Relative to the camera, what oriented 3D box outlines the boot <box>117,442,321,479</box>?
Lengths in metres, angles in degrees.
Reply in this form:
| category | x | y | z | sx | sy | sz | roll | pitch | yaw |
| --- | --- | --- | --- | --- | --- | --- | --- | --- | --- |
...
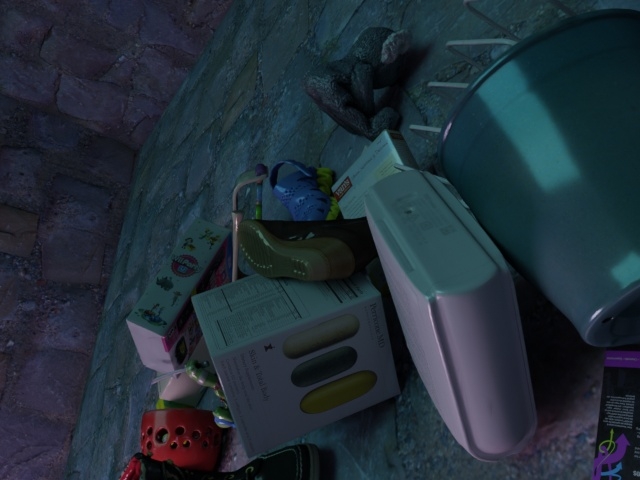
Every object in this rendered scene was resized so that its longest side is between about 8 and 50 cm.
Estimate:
| category | x | y | z | sx | sy | sz | roll | pitch | yaw |
| --- | --- | --- | --- | --- | --- | --- | --- | --- | --- |
| boot | -0.196 | 0.454 | 1.172 | 0.377 | 0.284 | 0.138 | -44 | 36 | 42 |

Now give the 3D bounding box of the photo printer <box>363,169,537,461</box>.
| category | x | y | z | sx | sy | sz | roll | pitch | yaw |
| --- | --- | --- | --- | --- | --- | --- | --- | --- | --- |
| photo printer | 0.160 | 0.098 | 0.790 | 0.107 | 0.308 | 0.256 | -21 | 33 | -1 |

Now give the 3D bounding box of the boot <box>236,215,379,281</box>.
| category | x | y | z | sx | sy | sz | roll | pitch | yaw |
| --- | --- | --- | --- | --- | --- | --- | --- | --- | --- |
| boot | 0.000 | 0.000 | 1.066 | 0.248 | 0.206 | 0.090 | 22 | 123 | 49 |

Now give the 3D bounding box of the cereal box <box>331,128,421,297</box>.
| category | x | y | z | sx | sy | sz | roll | pitch | yaw |
| --- | --- | --- | --- | --- | --- | --- | --- | --- | --- |
| cereal box | 0.120 | -0.046 | 1.116 | 0.173 | 0.047 | 0.240 | -45 | 56 | 40 |

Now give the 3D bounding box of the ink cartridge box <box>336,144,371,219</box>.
| category | x | y | z | sx | sy | sz | roll | pitch | yaw |
| --- | --- | --- | --- | --- | --- | --- | --- | --- | --- |
| ink cartridge box | 0.094 | -0.051 | 1.269 | 0.181 | 0.056 | 0.225 | -116 | 41 | -56 |

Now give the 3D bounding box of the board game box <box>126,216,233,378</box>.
| category | x | y | z | sx | sy | sz | roll | pitch | yaw |
| --- | --- | --- | --- | --- | --- | --- | --- | --- | --- |
| board game box | -0.310 | 0.133 | 1.499 | 0.224 | 0.097 | 0.303 | 97 | -164 | -55 |

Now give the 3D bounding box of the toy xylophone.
| category | x | y | z | sx | sy | sz | roll | pitch | yaw |
| --- | --- | --- | --- | --- | --- | --- | --- | --- | --- |
| toy xylophone | -0.163 | -0.008 | 1.506 | 0.236 | 0.081 | 0.323 | -101 | 12 | -64 |

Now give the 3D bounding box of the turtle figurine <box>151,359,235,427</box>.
| category | x | y | z | sx | sy | sz | roll | pitch | yaw |
| --- | --- | --- | --- | --- | --- | --- | --- | --- | --- |
| turtle figurine | -0.219 | 0.257 | 1.443 | 0.274 | 0.197 | 0.266 | 21 | 82 | 50 |

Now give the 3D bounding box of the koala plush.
| category | x | y | z | sx | sy | sz | roll | pitch | yaw |
| --- | --- | --- | --- | --- | --- | --- | --- | --- | --- |
| koala plush | 0.092 | -0.350 | 1.341 | 0.221 | 0.203 | 0.196 | -54 | 28 | 3 |

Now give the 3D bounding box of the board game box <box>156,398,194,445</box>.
| category | x | y | z | sx | sy | sz | roll | pitch | yaw |
| --- | --- | --- | --- | --- | --- | --- | --- | --- | --- |
| board game box | -0.375 | 0.482 | 1.708 | 0.043 | 0.092 | 0.181 | -62 | 27 | 12 |

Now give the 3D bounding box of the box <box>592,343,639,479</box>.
| category | x | y | z | sx | sy | sz | roll | pitch | yaw |
| --- | --- | --- | --- | --- | --- | --- | --- | --- | --- |
| box | 0.336 | 0.186 | 0.651 | 0.116 | 0.029 | 0.162 | -14 | 58 | 60 |

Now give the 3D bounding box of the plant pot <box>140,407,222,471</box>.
| category | x | y | z | sx | sy | sz | roll | pitch | yaw |
| --- | --- | --- | --- | --- | --- | --- | --- | --- | --- |
| plant pot | -0.324 | 0.491 | 1.511 | 0.191 | 0.191 | 0.174 | -33 | 53 | 50 |

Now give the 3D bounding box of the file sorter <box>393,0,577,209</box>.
| category | x | y | z | sx | sy | sz | roll | pitch | yaw |
| --- | --- | --- | --- | --- | --- | --- | --- | --- | --- |
| file sorter | 0.251 | -0.182 | 0.913 | 0.278 | 0.173 | 0.193 | -67 | 26 | 6 |

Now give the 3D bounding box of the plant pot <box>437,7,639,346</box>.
| category | x | y | z | sx | sy | sz | roll | pitch | yaw |
| --- | --- | --- | --- | --- | --- | --- | --- | --- | --- |
| plant pot | 0.292 | -0.042 | 0.661 | 0.272 | 0.271 | 0.255 | -47 | 48 | 37 |

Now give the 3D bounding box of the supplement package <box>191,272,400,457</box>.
| category | x | y | z | sx | sy | sz | roll | pitch | yaw |
| --- | --- | --- | --- | --- | --- | --- | --- | --- | --- |
| supplement package | -0.042 | 0.169 | 1.045 | 0.198 | 0.262 | 0.199 | -133 | 26 | -61 |

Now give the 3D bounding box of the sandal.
| category | x | y | z | sx | sy | sz | roll | pitch | yaw |
| --- | --- | --- | --- | --- | --- | --- | --- | --- | --- |
| sandal | -0.043 | -0.085 | 1.395 | 0.126 | 0.138 | 0.317 | -61 | 18 | 19 |

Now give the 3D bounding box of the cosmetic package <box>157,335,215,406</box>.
| category | x | y | z | sx | sy | sz | roll | pitch | yaw |
| --- | --- | --- | --- | --- | --- | --- | --- | --- | --- |
| cosmetic package | -0.328 | 0.274 | 1.748 | 0.309 | 0.113 | 0.160 | -59 | 28 | 17 |
